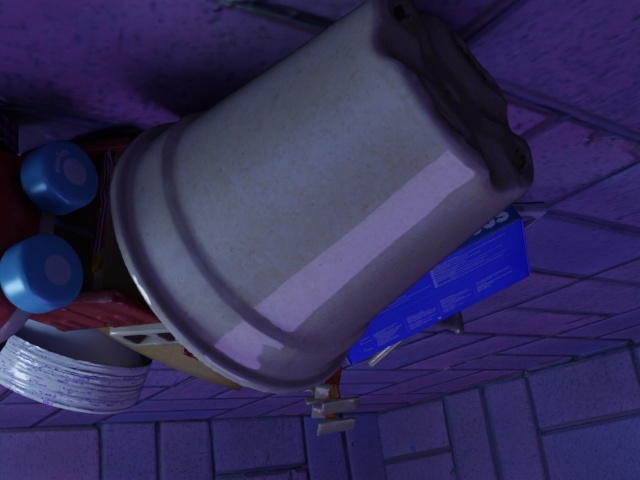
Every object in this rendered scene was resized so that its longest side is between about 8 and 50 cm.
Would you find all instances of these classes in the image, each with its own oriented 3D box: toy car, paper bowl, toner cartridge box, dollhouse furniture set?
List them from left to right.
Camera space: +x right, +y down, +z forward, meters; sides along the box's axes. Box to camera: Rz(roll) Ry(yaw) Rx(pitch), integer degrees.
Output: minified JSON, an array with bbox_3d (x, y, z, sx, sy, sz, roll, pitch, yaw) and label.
[{"bbox_3d":[-0.382,-0.024,0.678,0.219,0.210,0.238,-18,147,29],"label":"toy car"},{"bbox_3d":[-0.443,0.187,1.282,0.284,0.148,0.284,21,-178,-1],"label":"paper bowl"},{"bbox_3d":[-0.226,0.041,0.953,0.152,0.201,0.374,-7,158,18],"label":"dollhouse furniture set"},{"bbox_3d":[0.035,0.286,1.710,0.135,0.262,0.259,-4,128,-15],"label":"dollhouse furniture set"},{"bbox_3d":[0.169,0.067,1.182,0.348,0.075,0.165,-26,138,0],"label":"toner cartridge box"}]

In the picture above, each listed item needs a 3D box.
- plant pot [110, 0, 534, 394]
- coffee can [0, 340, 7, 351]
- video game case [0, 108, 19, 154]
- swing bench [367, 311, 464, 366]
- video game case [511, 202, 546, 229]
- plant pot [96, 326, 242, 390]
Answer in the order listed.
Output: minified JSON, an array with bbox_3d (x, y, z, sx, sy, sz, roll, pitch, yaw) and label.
[{"bbox_3d":[0.021,-0.064,0.709,0.305,0.333,0.334,-36,147,31],"label":"plant pot"},{"bbox_3d":[-0.540,0.067,0.949,0.202,0.201,0.275,-3,159,-13],"label":"coffee can"},{"bbox_3d":[-0.442,-0.132,0.682,0.210,0.041,0.232,-9,160,2],"label":"video game case"},{"bbox_3d":[0.109,0.139,1.448,0.255,0.165,0.253,-29,151,34],"label":"swing bench"},{"bbox_3d":[0.281,-0.018,1.280,0.173,0.022,0.190,-2,159,-15],"label":"video game case"},{"bbox_3d":[-0.237,0.116,1.200,0.254,0.237,0.237,11,156,-11],"label":"plant pot"}]
